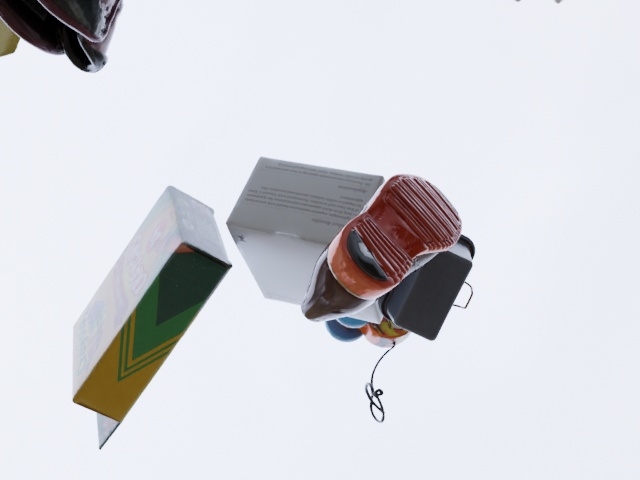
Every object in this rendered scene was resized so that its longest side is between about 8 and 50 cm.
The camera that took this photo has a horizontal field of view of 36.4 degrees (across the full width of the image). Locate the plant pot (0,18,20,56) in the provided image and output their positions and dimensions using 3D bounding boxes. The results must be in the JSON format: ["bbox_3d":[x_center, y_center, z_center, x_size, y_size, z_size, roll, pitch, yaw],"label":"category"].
[{"bbox_3d":[-0.371,-0.250,1.080,0.083,0.081,0.082,13,-134,-29],"label":"plant pot"}]

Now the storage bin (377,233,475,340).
[{"bbox_3d":[0.135,0.057,1.159,0.098,0.091,0.135,25,-80,-4],"label":"storage bin"}]

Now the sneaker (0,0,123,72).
[{"bbox_3d":[-0.135,-0.193,0.663,0.281,0.106,0.163,-8,-89,-48],"label":"sneaker"}]

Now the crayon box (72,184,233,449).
[{"bbox_3d":[-0.252,0.102,1.333,0.081,0.202,0.319,29,-76,-25],"label":"crayon box"}]

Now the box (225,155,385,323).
[{"bbox_3d":[0.000,0.000,1.274,0.182,0.180,0.119,68,-141,-52],"label":"box"}]

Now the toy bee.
[{"bbox_3d":[0.086,0.106,1.508,0.162,0.195,0.298,-22,-87,-17],"label":"toy bee"}]

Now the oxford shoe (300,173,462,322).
[{"bbox_3d":[0.062,0.005,1.010,0.097,0.098,0.271,50,-146,7],"label":"oxford shoe"}]

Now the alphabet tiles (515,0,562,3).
[{"bbox_3d":[0.376,-0.445,1.322,0.278,0.284,0.021,-33,-115,-5],"label":"alphabet tiles"}]
